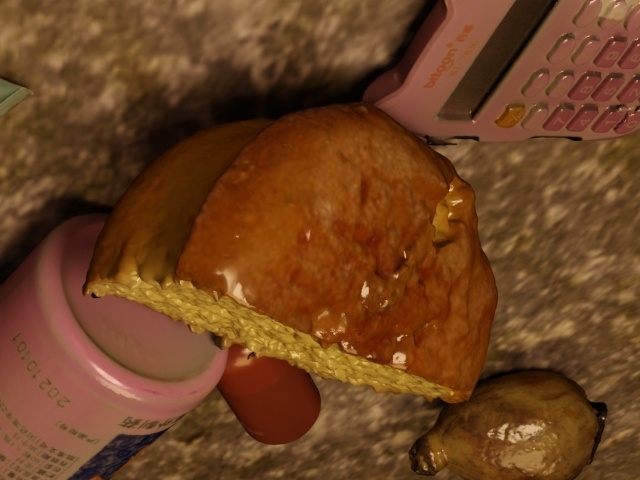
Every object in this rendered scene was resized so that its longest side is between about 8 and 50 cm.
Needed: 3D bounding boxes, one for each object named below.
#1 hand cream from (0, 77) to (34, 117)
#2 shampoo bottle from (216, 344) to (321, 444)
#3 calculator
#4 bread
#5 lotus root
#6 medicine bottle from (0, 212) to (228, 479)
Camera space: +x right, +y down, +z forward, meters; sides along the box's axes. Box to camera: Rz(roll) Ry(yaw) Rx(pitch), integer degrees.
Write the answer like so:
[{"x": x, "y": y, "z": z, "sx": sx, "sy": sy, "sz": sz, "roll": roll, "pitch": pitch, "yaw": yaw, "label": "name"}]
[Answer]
[{"x": -0.328, "y": -0.121, "z": 0.896, "sx": 0.111, "sy": 0.070, "sz": 0.312, "roll": -32, "pitch": 150, "yaw": 21, "label": "hand cream"}, {"x": -0.064, "y": 0.100, "z": 1.284, "sx": 0.085, "sy": 0.085, "sz": 0.244, "roll": -17, "pitch": 145, "yaw": 2, "label": "shampoo bottle"}, {"x": 0.182, "y": -0.143, "z": 1.071, "sx": 0.294, "sy": 0.043, "sz": 0.194, "roll": 1, "pitch": 142, "yaw": -28, "label": "calculator"}, {"x": 0.000, "y": 0.000, "z": 1.055, "sx": 0.194, "sy": 0.179, "sz": 0.340, "roll": 1, "pitch": 163, "yaw": 43, "label": "bread"}, {"x": 0.197, "y": 0.202, "z": 1.494, "sx": 0.214, "sy": 0.138, "sz": 0.138, "roll": -5, "pitch": 145, "yaw": -13, "label": "lotus root"}, {"x": -0.224, "y": 0.126, "z": 1.170, "sx": 0.178, "sy": 0.178, "sz": 0.290, "roll": 16, "pitch": 134, "yaw": -38, "label": "medicine bottle"}]
